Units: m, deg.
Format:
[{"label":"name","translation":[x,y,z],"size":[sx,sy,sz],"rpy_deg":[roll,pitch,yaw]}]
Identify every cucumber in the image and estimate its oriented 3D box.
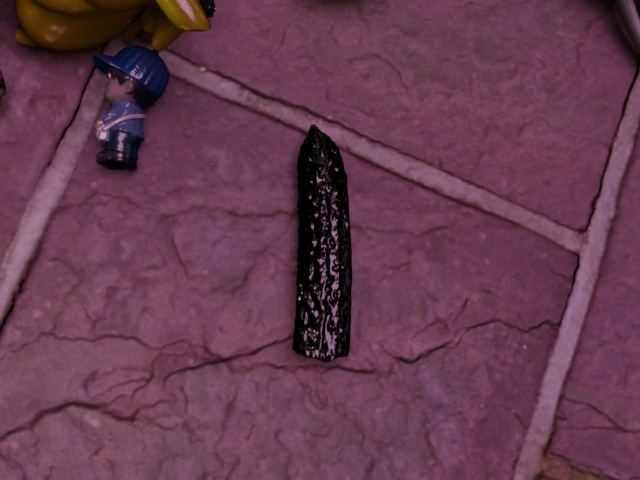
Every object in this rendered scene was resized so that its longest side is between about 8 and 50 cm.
[{"label":"cucumber","translation":[0.002,0.000,1.242],"size":[0.072,0.072,0.300],"rpy_deg":[3,79,-12]}]

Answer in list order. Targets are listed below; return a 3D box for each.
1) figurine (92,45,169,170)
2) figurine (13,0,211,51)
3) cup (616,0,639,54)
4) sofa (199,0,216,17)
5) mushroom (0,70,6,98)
[{"label":"figurine","translation":[-0.231,-0.161,1.223],"size":[0.087,0.086,0.149],"rpy_deg":[2,80,19]},{"label":"figurine","translation":[-0.228,-0.305,1.133],"size":[0.169,0.327,0.218],"rpy_deg":[4,80,-32]},{"label":"cup","translation":[0.513,-0.368,1.367],"size":[0.327,0.237,0.322],"rpy_deg":[21,105,-8]},{"label":"sofa","translation":[-0.192,-0.340,1.284],"size":[0.085,0.060,0.147],"rpy_deg":[-11,81,-31]},{"label":"mushroom","translation":[-0.473,-0.284,1.138],"size":[0.267,0.267,0.254],"rpy_deg":[14,103,-9]}]
